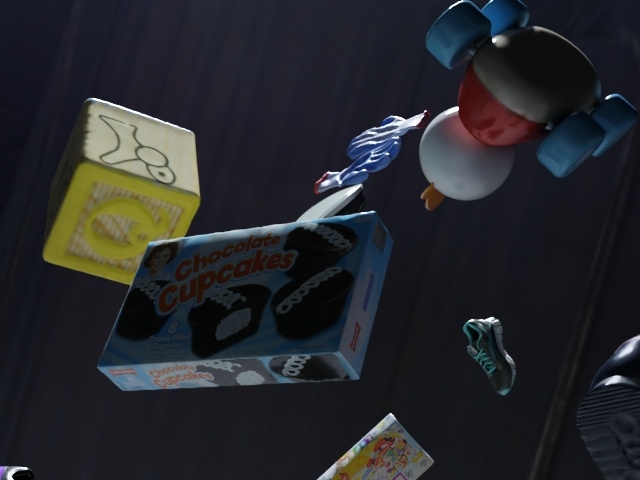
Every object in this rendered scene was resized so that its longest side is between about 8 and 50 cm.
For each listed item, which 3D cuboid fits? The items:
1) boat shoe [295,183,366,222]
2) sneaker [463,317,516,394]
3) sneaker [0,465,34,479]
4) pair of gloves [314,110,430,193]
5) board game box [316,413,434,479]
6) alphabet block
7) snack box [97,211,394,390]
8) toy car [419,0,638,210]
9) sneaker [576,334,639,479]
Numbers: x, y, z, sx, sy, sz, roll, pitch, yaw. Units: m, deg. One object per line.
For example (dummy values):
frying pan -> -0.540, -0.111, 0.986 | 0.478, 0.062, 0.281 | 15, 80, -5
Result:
boat shoe -> 0.000, 0.000, 1.777 | 0.114, 0.091, 0.302 | -21, 16, 45
sneaker -> 0.311, 0.216, 1.923 | 0.076, 0.065, 0.166 | 11, 44, -26
sneaker -> -0.550, 0.488, 1.757 | 0.146, 0.102, 0.293 | -10, 32, -3
pair of gloves -> 0.078, -0.138, 1.531 | 0.159, 0.198, 0.023 | -19, -66, 41
board game box -> 0.083, 0.351, 1.555 | 0.103, 0.154, 0.026 | 49, -3, -22
alphabet block -> -0.306, -0.072, 1.579 | 0.192, 0.193, 0.197 | 17, 31, -19
snack box -> -0.087, 0.072, 1.166 | 0.321, 0.187, 0.060 | -8, -42, 29
toy car -> 0.202, -0.130, 1.218 | 0.219, 0.238, 0.210 | 48, 37, 13
sneaker -> 0.338, 0.228, 0.921 | 0.112, 0.319, 0.131 | -10, 23, 38
